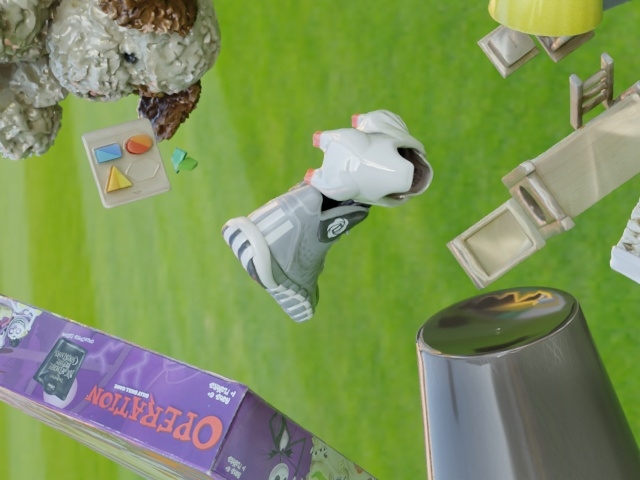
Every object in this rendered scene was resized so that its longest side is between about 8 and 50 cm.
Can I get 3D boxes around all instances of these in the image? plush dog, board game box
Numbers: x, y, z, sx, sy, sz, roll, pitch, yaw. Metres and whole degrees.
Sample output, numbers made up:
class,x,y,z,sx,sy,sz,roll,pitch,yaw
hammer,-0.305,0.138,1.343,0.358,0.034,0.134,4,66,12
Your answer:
class,x,y,z,sx,sy,sz,roll,pitch,yaw
plush dog,-0.187,-0.179,1.225,0.262,0.225,0.211,86,-160,-72
board game box,-0.043,0.126,0.835,0.208,0.347,0.056,11,71,33

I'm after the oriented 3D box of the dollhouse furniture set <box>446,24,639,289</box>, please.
class,x,y,z,sx,sy,sz,roll,pitch,yaw
dollhouse furniture set,0.141,-0.079,1.136,0.161,0.182,0.101,55,176,2

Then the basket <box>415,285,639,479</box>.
class,x,y,z,sx,sy,sz,roll,pitch,yaw
basket,0.160,0.164,1.199,0.154,0.204,0.227,-57,-46,-65

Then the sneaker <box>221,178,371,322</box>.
class,x,y,z,sx,sy,sz,roll,pitch,yaw
sneaker,0.000,0.000,1.422,0.086,0.132,0.229,54,-179,15

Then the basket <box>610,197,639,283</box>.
class,x,y,z,sx,sy,sz,roll,pitch,yaw
basket,0.353,0.005,1.333,0.113,0.167,0.103,33,109,47

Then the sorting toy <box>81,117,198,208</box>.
class,x,y,z,sx,sy,sz,roll,pitch,yaw
sorting toy,-0.136,-0.064,1.187,0.012,0.083,0.062,-24,84,64

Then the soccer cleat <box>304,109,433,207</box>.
class,x,y,z,sx,sy,sz,roll,pitch,yaw
soccer cleat,0.045,-0.053,1.088,0.196,0.076,0.068,-30,-48,-75

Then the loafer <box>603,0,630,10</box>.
class,x,y,z,sx,sy,sz,roll,pitch,yaw
loafer,0.257,-0.247,1.242,0.094,0.251,0.087,60,172,21

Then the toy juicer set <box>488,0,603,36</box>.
class,x,y,z,sx,sy,sz,roll,pitch,yaw
toy juicer set,0.238,-0.203,1.014,0.209,0.329,0.089,-122,28,-54
